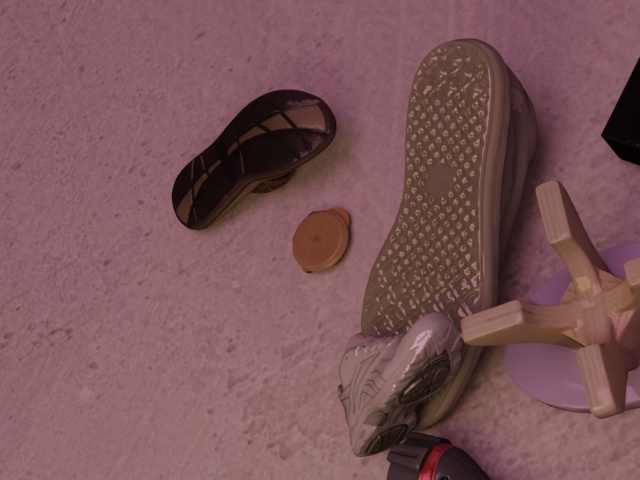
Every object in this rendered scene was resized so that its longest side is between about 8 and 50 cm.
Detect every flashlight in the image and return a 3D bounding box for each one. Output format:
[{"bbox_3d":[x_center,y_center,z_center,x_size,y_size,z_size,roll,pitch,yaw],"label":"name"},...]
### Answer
[{"bbox_3d":[0.215,0.277,1.431,0.304,0.103,0.103,6,76,34],"label":"flashlight"}]

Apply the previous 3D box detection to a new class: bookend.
[{"bbox_3d":[0.414,-0.146,1.482,0.156,0.072,0.157,23,85,34],"label":"bookend"}]

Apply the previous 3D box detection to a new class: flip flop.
[{"bbox_3d":[-0.082,-0.099,1.768,0.277,0.080,0.112,-37,61,33],"label":"flip flop"}]

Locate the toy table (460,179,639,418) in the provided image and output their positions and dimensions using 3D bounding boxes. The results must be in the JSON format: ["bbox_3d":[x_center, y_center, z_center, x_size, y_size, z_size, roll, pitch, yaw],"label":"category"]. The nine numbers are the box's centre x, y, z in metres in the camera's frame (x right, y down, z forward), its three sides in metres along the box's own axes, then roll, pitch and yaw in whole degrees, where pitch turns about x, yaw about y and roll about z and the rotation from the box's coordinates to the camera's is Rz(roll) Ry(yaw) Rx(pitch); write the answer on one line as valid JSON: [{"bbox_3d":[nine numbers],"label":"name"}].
[{"bbox_3d":[0.295,0.072,1.423,0.274,0.161,0.252,-32,59,19],"label":"toy table"}]

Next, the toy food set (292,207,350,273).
[{"bbox_3d":[0.000,0.000,1.710,0.082,0.020,0.083,-13,67,27],"label":"toy food set"}]

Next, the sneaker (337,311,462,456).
[{"bbox_3d":[0.069,0.137,1.480,0.115,0.090,0.232,59,141,26],"label":"sneaker"}]

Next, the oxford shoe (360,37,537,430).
[{"bbox_3d":[0.155,-0.002,1.560,0.169,0.130,0.450,12,94,36],"label":"oxford shoe"}]
